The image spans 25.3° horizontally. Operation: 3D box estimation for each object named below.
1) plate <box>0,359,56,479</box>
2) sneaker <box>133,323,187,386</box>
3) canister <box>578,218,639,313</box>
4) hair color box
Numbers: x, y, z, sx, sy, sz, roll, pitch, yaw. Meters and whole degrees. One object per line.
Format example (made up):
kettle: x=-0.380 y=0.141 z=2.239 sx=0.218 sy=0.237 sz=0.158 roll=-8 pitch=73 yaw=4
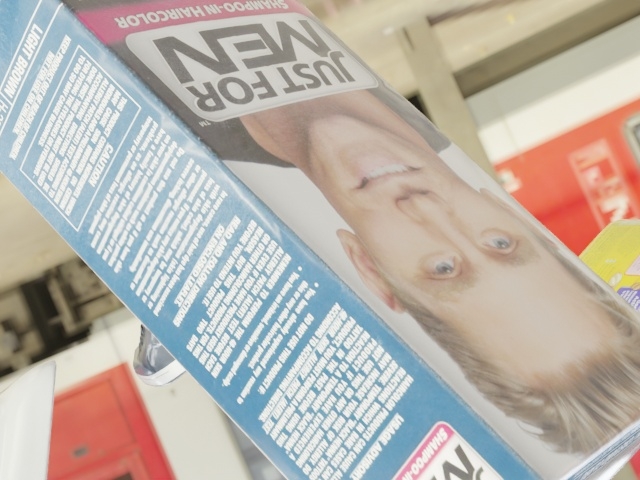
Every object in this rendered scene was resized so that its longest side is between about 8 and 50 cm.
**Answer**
plate: x=-0.340 y=0.277 z=1.434 sx=0.045 sy=0.277 sz=0.278 roll=11 pitch=159 yaw=-26
sneaker: x=-0.167 y=0.057 z=1.415 sx=0.226 sy=0.163 sz=0.086 roll=-29 pitch=-159 yaw=54
canister: x=0.235 y=0.039 z=0.922 sx=0.126 sy=0.073 sz=0.170 roll=-47 pitch=-158 yaw=-21
hair color box: x=0.000 y=0.000 z=0.698 sx=0.174 sy=0.347 sz=0.105 roll=-20 pitch=150 yaw=-52
